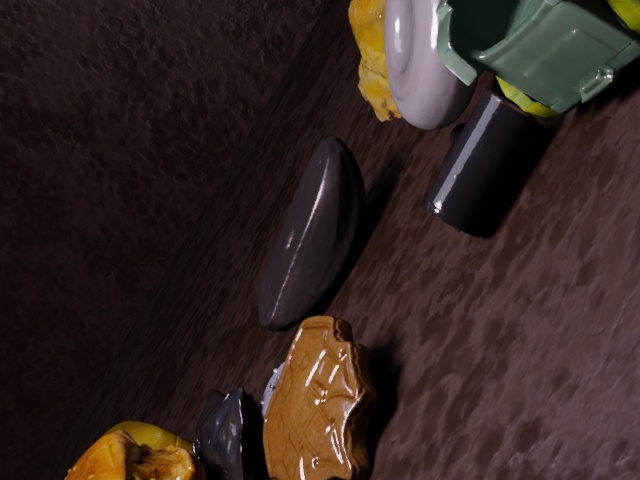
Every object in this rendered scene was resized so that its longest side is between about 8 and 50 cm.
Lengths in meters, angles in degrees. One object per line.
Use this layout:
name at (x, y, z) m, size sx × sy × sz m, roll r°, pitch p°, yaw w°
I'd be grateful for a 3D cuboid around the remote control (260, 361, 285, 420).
remote control at (-0.015, 0.162, 1.385) m, size 0.244 × 0.047 × 0.087 m, roll -36°, pitch 32°, yaw 67°

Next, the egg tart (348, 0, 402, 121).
egg tart at (0.157, -0.331, 1.556) m, size 0.339 × 0.153 × 0.351 m, roll -60°, pitch 13°, yaw -11°

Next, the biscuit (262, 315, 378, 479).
biscuit at (-0.003, 0.173, 1.212) m, size 0.182 × 0.034 × 0.215 m, roll -70°, pitch 24°, yaw 12°

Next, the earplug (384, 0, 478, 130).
earplug at (0.160, -0.267, 1.292) m, size 0.325 × 0.175 × 0.214 m, roll -62°, pitch 3°, yaw -16°

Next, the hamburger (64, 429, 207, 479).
hamburger at (-0.251, 0.389, 1.490) m, size 0.290 × 0.170 × 0.314 m, roll -92°, pitch 22°, yaw -58°

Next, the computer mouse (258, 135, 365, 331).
computer mouse at (0.000, 0.000, 1.601) m, size 0.137 × 0.086 × 0.269 m, roll -106°, pitch 37°, yaw -66°

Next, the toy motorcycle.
toy motorcycle at (0.218, -0.284, 1.060) m, size 0.191 × 0.200 × 0.326 m, roll -41°, pitch 25°, yaw 61°

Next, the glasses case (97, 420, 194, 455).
glasses case at (-0.286, 0.359, 1.854) m, size 0.173 × 0.141 × 0.371 m, roll -65°, pitch 12°, yaw -14°

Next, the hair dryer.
hair dryer at (0.150, -0.080, 1.244) m, size 0.128 × 0.070 × 0.255 m, roll -61°, pitch 4°, yaw 6°

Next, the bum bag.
bum bag at (-0.121, 0.251, 1.549) m, size 0.310 × 0.074 × 0.137 m, roll 155°, pitch 121°, yaw -72°
